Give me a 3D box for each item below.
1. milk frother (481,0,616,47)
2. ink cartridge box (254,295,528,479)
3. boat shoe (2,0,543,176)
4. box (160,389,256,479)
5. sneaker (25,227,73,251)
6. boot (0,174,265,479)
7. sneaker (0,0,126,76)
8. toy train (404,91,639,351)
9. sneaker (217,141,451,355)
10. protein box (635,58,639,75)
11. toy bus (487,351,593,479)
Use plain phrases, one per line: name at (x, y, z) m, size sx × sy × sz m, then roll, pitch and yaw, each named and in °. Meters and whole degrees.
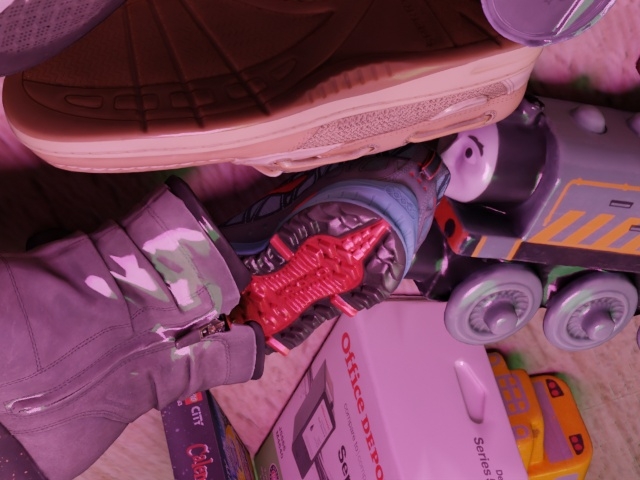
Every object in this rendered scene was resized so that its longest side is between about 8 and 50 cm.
milk frother at (0.075, -0.187, 0.802) m, size 0.143 × 0.134 × 0.129 m, roll -14°, pitch 131°, yaw -7°
ink cartridge box at (0.051, 0.202, 1.278) m, size 0.115 × 0.198 × 0.273 m, roll 2°, pitch 141°, yaw -23°
boat shoe at (-0.021, -0.086, 0.916) m, size 0.341 × 0.121 × 0.110 m, roll -10°, pitch 144°, yaw -12°
box at (-0.077, 0.256, 1.267) m, size 0.044 × 0.233 × 0.159 m, roll -19°, pitch 145°, yaw 3°
sneaker at (-0.161, 0.047, 1.069) m, size 0.170 × 0.089 × 0.051 m, roll 24°, pitch 127°, yaw -40°
boot at (-0.172, 0.018, 0.920) m, size 0.223 × 0.118 × 0.338 m, roll -33°, pitch 142°, yaw -9°
sneaker at (-0.013, -0.211, 0.675) m, size 0.483 × 0.202 × 0.185 m, roll -30°, pitch 143°, yaw 18°
toy train at (0.209, -0.019, 1.107) m, size 0.334 × 0.142 × 0.190 m, roll 6°, pitch 127°, yaw -27°
sneaker at (0.000, 0.000, 1.045) m, size 0.104 × 0.125 × 0.262 m, roll 51°, pitch 144°, yaw -16°
protein box at (0.358, -0.091, 0.996) m, size 0.200 × 0.201 × 0.136 m, roll -2°, pitch 143°, yaw -20°
toy bus at (0.180, 0.233, 1.452) m, size 0.130 × 0.108 × 0.332 m, roll -11°, pitch 145°, yaw -9°
